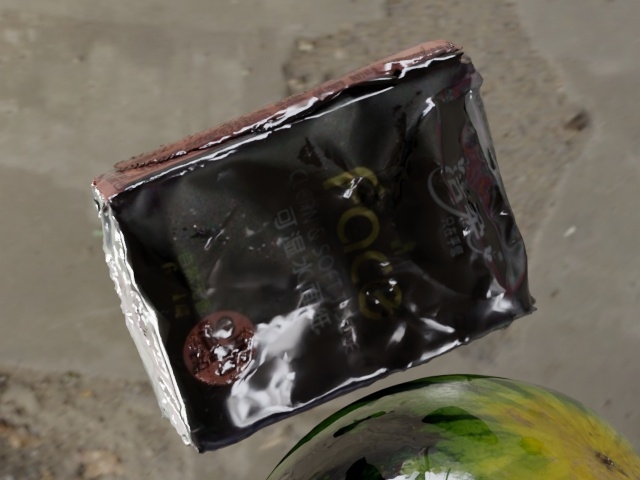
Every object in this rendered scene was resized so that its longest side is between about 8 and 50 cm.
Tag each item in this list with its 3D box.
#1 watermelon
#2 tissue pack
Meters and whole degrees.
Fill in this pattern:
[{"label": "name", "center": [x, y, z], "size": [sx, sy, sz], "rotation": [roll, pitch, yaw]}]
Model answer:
[{"label": "watermelon", "center": [0.076, 0.197, 0.915], "size": [0.269, 0.269, 0.269], "rotation": [3, 100, 18]}, {"label": "tissue pack", "center": [0.000, 0.000, 1.461], "size": [0.332, 0.123, 0.245], "rotation": [-23, 114, -16]}]
